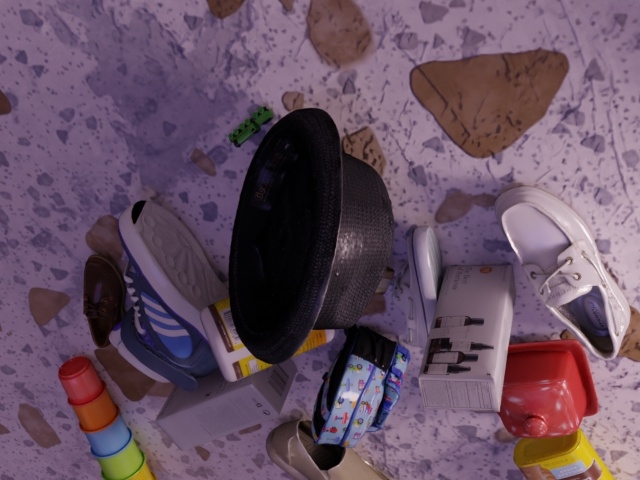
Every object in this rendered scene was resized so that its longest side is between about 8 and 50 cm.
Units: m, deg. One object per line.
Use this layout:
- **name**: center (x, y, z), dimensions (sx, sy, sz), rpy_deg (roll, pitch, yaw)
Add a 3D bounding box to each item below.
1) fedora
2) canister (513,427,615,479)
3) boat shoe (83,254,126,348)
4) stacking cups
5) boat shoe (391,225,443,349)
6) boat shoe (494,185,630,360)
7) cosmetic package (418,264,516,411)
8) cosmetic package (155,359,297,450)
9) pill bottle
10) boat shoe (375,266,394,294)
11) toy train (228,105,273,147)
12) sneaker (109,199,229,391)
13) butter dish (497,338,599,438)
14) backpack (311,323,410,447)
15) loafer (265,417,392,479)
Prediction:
- **fedora**: center (0.000, 0.000, 1.139), dimensions (0.152, 0.334, 0.334), rpy_deg (9, 134, -27)
- **canister**: center (0.402, 0.384, 1.387), dimensions (0.126, 0.073, 0.170), rpy_deg (-25, 112, 31)
- **boat shoe**: center (-0.364, 0.106, 1.445), dimensions (0.064, 0.060, 0.178), rpy_deg (10, 127, 12)
- **stacking cups**: center (-0.400, 0.354, 1.633), dimensions (0.096, 0.096, 0.316), rpy_deg (-4, 118, 21)
- **boat shoe**: center (0.138, 0.078, 1.244), dimensions (0.075, 0.083, 0.226), rpy_deg (-1, 125, 18)
- **boat shoe**: center (0.327, 0.048, 1.151), dimensions (0.098, 0.096, 0.277), rpy_deg (-31, 111, 34)
- **cosmetic package**: center (0.201, 0.122, 1.156), dimensions (0.099, 0.239, 0.060), rpy_deg (0, 124, 18)
- **cosmetic package**: center (-0.159, 0.261, 1.457), dimensions (0.231, 0.117, 0.085), rpy_deg (-25, 113, 30)
- **pill bottle**: center (-0.060, 0.116, 1.268), dimensions (0.215, 0.117, 0.117), rpy_deg (-21, 123, -11)
- **boat shoe**: center (0.048, 0.023, 1.260), dimensions (0.135, 0.050, 0.045), rpy_deg (35, 107, 3)
- **toy train**: center (-0.096, -0.156, 1.190), dimensions (0.083, 0.017, 0.024), rpy_deg (-36, 80, 35)
- **sneaker**: center (-0.277, 0.104, 1.370), dimensions (0.236, 0.130, 0.323), rpy_deg (-21, 121, 25)
- **butter dish**: center (0.320, 0.239, 1.279), dimensions (0.160, 0.118, 0.160), rpy_deg (-9, 122, 24)
- **backpack**: center (0.056, 0.241, 1.333), dimensions (0.117, 0.173, 0.158), rpy_deg (23, 128, 1)
- **loafer**: center (0.031, 0.401, 1.504), dimensions (0.268, 0.102, 0.092), rpy_deg (31, 134, -5)
